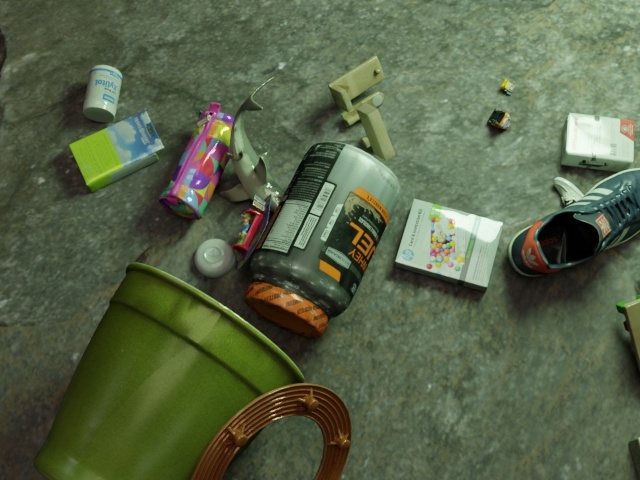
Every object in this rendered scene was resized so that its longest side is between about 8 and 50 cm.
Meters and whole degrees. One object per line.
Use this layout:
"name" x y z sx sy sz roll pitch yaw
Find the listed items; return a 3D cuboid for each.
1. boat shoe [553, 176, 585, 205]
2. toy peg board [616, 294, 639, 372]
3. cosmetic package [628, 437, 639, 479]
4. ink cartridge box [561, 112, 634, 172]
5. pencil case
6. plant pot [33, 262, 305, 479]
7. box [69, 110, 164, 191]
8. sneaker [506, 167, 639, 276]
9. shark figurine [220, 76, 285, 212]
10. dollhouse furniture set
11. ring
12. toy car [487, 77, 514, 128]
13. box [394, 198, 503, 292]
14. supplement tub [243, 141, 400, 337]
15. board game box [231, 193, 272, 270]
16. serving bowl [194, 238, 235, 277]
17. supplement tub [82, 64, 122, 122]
"boat shoe" 0.508 -0.087 1.654 0.035 0.035 0.100 -42 80 -16
"toy peg board" 0.645 0.162 1.524 0.161 0.079 0.161 -19 101 -4
"cosmetic package" 0.590 0.408 1.445 0.041 0.060 0.115 -9 70 -1
"ink cartridge box" 0.571 -0.201 1.682 0.135 0.056 0.099 8 69 5
"pencil case" -0.246 -0.160 1.677 0.104 0.104 0.236 17 71 9
"plant pot" -0.272 0.286 1.351 0.366 0.366 0.353 29 70 12
"box" -0.428 -0.190 1.725 0.178 0.042 0.109 -27 71 -8
"sneaker" 0.534 -0.033 1.556 0.350 0.148 0.131 -31 89 -6
"shark figurine" -0.132 -0.183 1.667 0.166 0.278 0.116 -1 24 32
"dollhouse furniture set" 0.124 -0.275 1.683 0.123 0.144 0.151 -34 35 -11
"ring" -0.073 0.391 1.346 0.336 0.337 0.032 -45 43 -14
"toy car" 0.398 -0.287 1.725 0.040 0.060 0.122 29 77 -21
"box" 0.256 0.009 1.624 0.186 0.038 0.145 16 70 9
"supplement tub" 0.000 0.000 1.547 0.207 0.207 0.338 23 72 11
"board game box" -0.145 -0.023 1.585 0.033 0.133 0.169 28 29 -15
"serving bowl" -0.215 0.032 1.639 0.083 0.027 0.083 -1 68 2
"supplement tub" -0.471 -0.318 1.762 0.071 0.071 0.107 2 69 3
